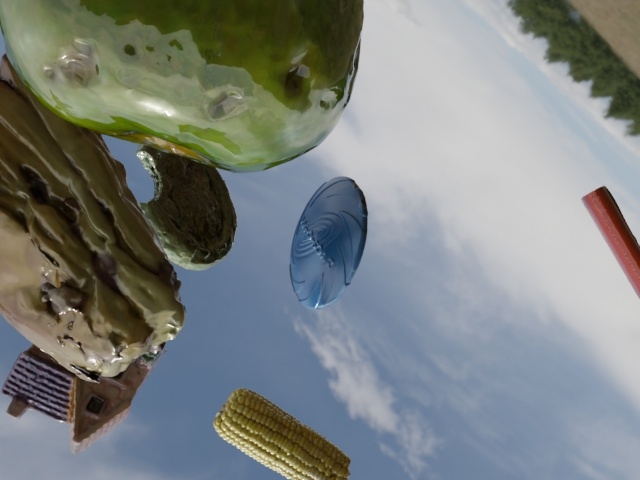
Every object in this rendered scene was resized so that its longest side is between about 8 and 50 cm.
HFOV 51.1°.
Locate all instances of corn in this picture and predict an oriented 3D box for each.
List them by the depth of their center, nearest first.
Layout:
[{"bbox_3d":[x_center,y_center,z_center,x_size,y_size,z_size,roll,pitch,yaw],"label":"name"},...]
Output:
[{"bbox_3d":[-0.060,0.335,1.103,0.244,0.093,0.093,35,-152,-5],"label":"corn"}]

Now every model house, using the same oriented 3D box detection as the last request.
[{"bbox_3d":[-0.453,0.262,1.266,0.237,0.202,0.237,30,-118,-12],"label":"model house"}]

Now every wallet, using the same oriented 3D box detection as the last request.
[{"bbox_3d":[0.499,0.007,1.100,0.204,0.045,0.142,63,-162,10],"label":"wallet"}]

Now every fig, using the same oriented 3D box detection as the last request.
[{"bbox_3d":[-0.057,-0.184,0.383,0.206,0.275,0.206,17,-179,0],"label":"fig"}]

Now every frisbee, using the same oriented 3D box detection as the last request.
[{"bbox_3d":[0.000,0.000,1.173,0.045,0.242,0.242,16,-142,-28],"label":"frisbee"}]

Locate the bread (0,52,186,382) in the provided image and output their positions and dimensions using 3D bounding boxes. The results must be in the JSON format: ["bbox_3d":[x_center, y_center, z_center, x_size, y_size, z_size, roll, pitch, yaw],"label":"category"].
[{"bbox_3d":[-0.287,-0.004,0.701,0.167,0.277,0.325,-27,-92,-26],"label":"bread"}]

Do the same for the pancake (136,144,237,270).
[{"bbox_3d":[-0.214,-0.067,1.100,0.253,0.037,0.254,46,-147,-43],"label":"pancake"}]
